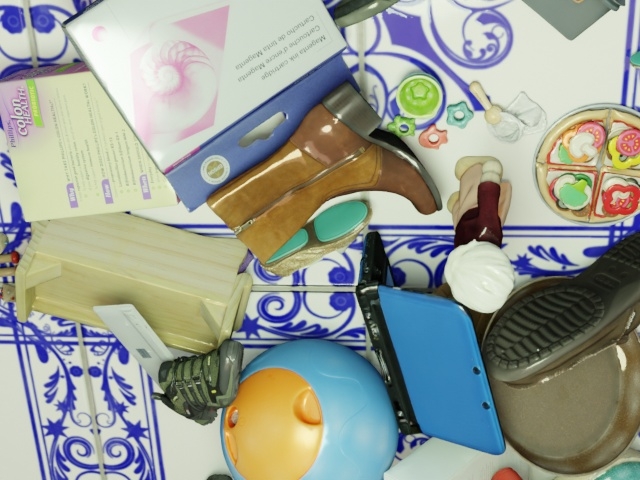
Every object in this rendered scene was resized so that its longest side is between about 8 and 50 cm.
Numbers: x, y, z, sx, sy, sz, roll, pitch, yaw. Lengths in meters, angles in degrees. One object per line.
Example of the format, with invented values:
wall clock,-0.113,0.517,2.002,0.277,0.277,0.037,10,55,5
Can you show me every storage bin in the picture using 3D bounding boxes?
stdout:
storage bin,0.339,-0.342,1.517,0.135,0.098,0.091,36,126,-12

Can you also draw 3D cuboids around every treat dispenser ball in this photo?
treat dispenser ball,-0.018,0.302,1.771,0.288,0.288,0.288,2,117,5

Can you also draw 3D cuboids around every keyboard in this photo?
keyboard,-0.273,0.178,1.759,0.072,0.014,0.256,0,142,26

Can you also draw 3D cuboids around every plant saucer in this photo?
plant saucer,0.375,0.213,1.727,0.310,0.311,0.050,35,157,-12

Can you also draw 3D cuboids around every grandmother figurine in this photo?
grandmother figurine,0.226,-0.012,1.552,0.104,0.342,0.208,2,118,5

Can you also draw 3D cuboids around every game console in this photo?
game console,0.172,0.151,1.679,0.173,0.250,0.293,-10,121,14

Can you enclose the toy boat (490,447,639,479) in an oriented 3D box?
toy boat,0.413,0.454,1.821,0.318,0.148,0.267,14,121,-41

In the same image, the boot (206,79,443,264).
boot,0.014,-0.056,1.630,0.280,0.096,0.264,-42,126,8

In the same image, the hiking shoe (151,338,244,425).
hiking shoe,-0.194,0.218,1.714,0.114,0.086,0.227,17,140,-15

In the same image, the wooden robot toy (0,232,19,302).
wooden robot toy,-0.542,0.046,1.813,0.076,0.079,0.173,-5,117,9

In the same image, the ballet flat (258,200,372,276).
ballet flat,0.000,0.000,1.749,0.206,0.073,0.067,-23,140,19

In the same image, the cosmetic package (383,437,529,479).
cosmetic package,0.231,0.486,1.849,0.097,0.284,0.377,20,124,37

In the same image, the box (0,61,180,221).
box,-0.333,-0.156,1.651,0.242,0.117,0.214,-6,108,8

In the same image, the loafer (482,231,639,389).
loafer,0.410,0.128,1.657,0.365,0.134,0.130,-29,125,-14

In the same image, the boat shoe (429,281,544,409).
boat shoe,0.289,0.199,1.797,0.342,0.123,0.123,37,147,-13

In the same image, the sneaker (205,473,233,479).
sneaker,-0.166,0.536,2.024,0.130,0.109,0.286,5,127,-4

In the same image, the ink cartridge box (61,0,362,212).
ink cartridge box,-0.134,-0.251,1.546,0.324,0.071,0.330,-36,112,-7

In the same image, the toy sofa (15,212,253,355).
toy sofa,-0.296,0.070,1.779,0.362,0.177,0.150,15,142,-2

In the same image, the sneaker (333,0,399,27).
sneaker,0.090,-0.397,1.516,0.227,0.087,0.130,-35,107,18

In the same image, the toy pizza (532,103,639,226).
toy pizza,0.421,-0.107,1.658,0.201,0.032,0.201,2,118,5

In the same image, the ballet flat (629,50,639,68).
ballet flat,0.500,-0.258,1.571,0.114,0.041,0.041,-14,115,14

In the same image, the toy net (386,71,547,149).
toy net,0.220,-0.176,1.637,0.232,0.045,0.122,13,118,-1
